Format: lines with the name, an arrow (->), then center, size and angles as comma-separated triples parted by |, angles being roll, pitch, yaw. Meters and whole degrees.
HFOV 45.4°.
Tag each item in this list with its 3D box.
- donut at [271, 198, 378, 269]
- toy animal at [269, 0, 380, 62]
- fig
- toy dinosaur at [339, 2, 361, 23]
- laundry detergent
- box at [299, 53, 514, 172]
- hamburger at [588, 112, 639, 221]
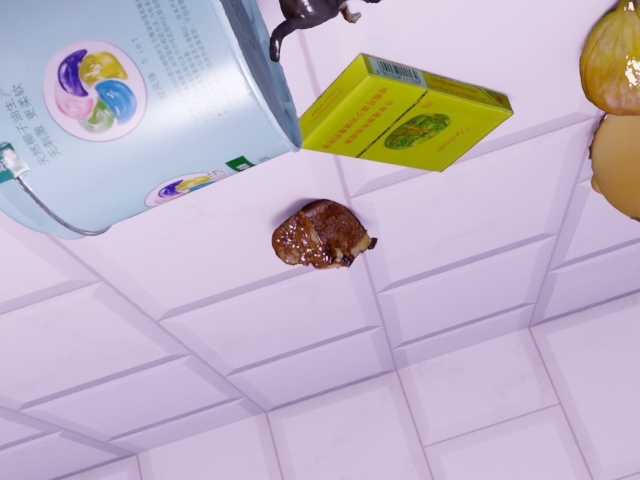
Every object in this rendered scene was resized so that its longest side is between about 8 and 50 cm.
donut -> 0.003, -0.006, 1.472 | 0.126, 0.144, 0.186 | -25, -174, 30
toy animal -> 0.005, -0.291, 0.806 | 0.084, 0.233, 0.148 | -8, 126, 46
fig -> 0.469, -0.303, 1.144 | 0.159, 0.159, 0.257 | -19, 138, 4
toy dinosaur -> 0.005, -0.301, 0.932 | 0.180, 0.037, 0.058 | 9, 140, -46
laundry detergent -> -0.211, -0.166, 0.773 | 0.305, 0.287, 0.287 | -22, 155, 8
box -> 0.139, -0.193, 1.236 | 0.334, 0.047, 0.187 | 5, 147, -39
hamburger -> 0.649, -0.143, 1.448 | 0.302, 0.261, 0.186 | -12, 166, 34
